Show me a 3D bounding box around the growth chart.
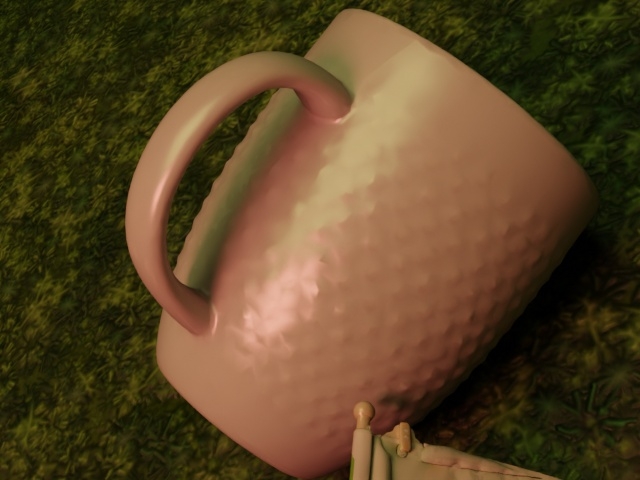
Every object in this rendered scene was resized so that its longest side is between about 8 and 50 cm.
[{"bbox_3d":[0.120,0.221,0.707,0.021,0.237,0.172,121,167,-50],"label":"growth chart"}]

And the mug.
[{"bbox_3d":[0.000,0.000,0.832,0.328,0.374,0.276,-53,47,-1],"label":"mug"}]
